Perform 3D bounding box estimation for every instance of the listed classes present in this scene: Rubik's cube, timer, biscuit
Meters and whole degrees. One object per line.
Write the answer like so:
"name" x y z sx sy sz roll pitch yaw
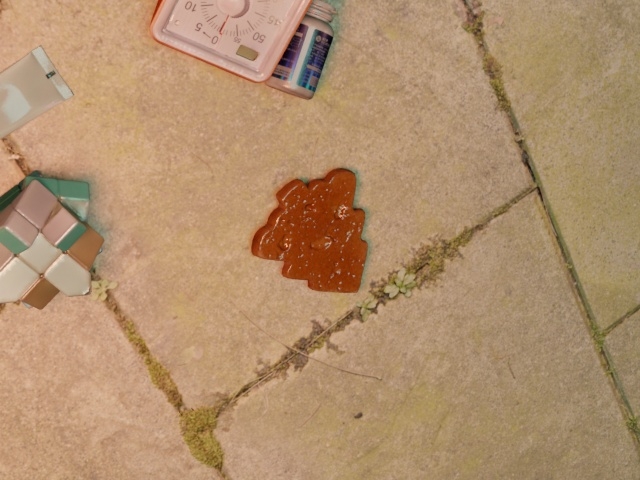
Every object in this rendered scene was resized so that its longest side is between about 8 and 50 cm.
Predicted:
"Rubik's cube" -0.509 0.004 1.679 0.265 0.213 0.224 -41 115 -10
"timer" -0.172 -0.457 1.744 0.257 0.161 0.250 19 104 -27
"biscuit" 0.000 0.000 2.002 0.284 0.043 0.306 -38 117 -12

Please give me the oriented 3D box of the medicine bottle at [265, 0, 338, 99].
"medicine bottle" -0.037 -0.390 1.845 0.107 0.107 0.192 16 96 -27

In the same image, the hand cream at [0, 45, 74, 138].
"hand cream" -0.613 -0.224 1.666 0.320 0.067 0.109 -38 114 -16
